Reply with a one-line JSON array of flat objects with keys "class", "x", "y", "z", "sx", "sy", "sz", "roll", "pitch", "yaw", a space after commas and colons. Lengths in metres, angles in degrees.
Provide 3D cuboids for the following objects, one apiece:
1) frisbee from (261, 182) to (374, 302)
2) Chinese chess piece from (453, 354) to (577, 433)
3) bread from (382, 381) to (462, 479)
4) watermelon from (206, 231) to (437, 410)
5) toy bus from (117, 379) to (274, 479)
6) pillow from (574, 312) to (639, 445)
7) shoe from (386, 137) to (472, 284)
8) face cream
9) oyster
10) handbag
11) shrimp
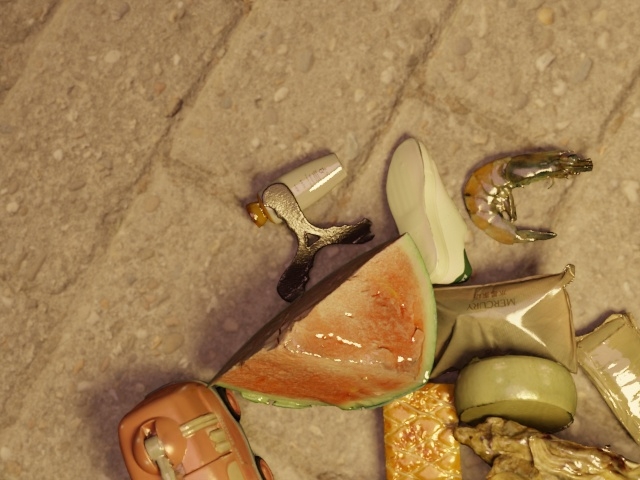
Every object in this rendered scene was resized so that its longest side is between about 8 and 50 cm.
[{"class": "frisbee", "x": 0.000, "y": 0.000, "z": 1.595, "sx": 0.187, "sy": 0.012, "sz": 0.211, "roll": -5, "pitch": 100, "yaw": -4}, {"class": "Chinese chess piece", "x": 0.301, "y": 0.241, "z": 1.448, "sx": 0.188, "sy": 0.188, "sz": 0.083, "roll": -1, "pitch": 61, "yaw": 9}, {"class": "bread", "x": 0.167, "y": 0.324, "z": 1.519, "sx": 0.125, "sy": 0.068, "sz": 0.189, "roll": -3, "pitch": 83, "yaw": 9}, {"class": "watermelon", "x": 0.033, "y": 0.182, "z": 1.490, "sx": 0.319, "sy": 0.292, "sz": 0.222, "roll": -40, "pitch": 90, "yaw": -31}, {"class": "toy bus", "x": -0.209, "y": 0.365, "z": 1.498, "sx": 0.194, "sy": 0.232, "sz": 0.288, "roll": -27, "pitch": 78, "yaw": 3}, {"class": "pillow", "x": 0.494, "y": 0.217, "z": 1.486, "sx": 0.119, "sy": 0.053, "sz": 0.208, "roll": -34, "pitch": 79, "yaw": 0}, {"class": "shoe", "x": 0.185, "y": -0.042, "z": 1.559, "sx": 0.095, "sy": 0.110, "sz": 0.265, "roll": -32, "pitch": 52, "yaw": 42}, {"class": "face cream", "x": -0.042, "y": -0.086, "z": 1.610, "sx": 0.182, "sy": 0.051, "sz": 0.072, "roll": -31, "pitch": 85, "yaw": 4}, {"class": "oyster", "x": 0.377, "y": 0.342, "z": 1.383, "sx": 0.360, "sy": 0.221, "sz": 0.096, "roll": 17, "pitch": 69, "yaw": 2}, {"class": "handbag", "x": 0.283, "y": 0.142, "z": 1.493, "sx": 0.270, "sy": 0.117, "sz": 0.183, "roll": -9, "pitch": 101, "yaw": 17}, {"class": "shrimp", "x": 0.349, "y": -0.072, "z": 1.550, "sx": 0.217, "sy": 0.051, "sz": 0.150, "roll": -13, "pitch": 85, "yaw": 15}]
